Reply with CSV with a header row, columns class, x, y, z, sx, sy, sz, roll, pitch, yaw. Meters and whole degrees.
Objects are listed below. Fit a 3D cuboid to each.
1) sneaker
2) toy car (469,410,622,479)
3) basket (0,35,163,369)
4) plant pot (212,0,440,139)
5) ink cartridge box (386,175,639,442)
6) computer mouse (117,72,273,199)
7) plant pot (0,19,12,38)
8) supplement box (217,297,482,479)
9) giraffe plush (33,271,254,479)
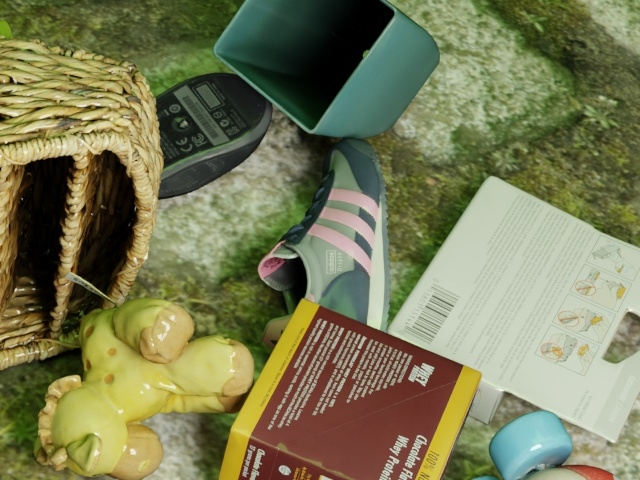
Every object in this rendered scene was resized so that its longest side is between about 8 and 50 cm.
class,x,y,z,sx,sy,sz,roll,pitch,yaw
sneaker,0.000,0.000,1.892,0.131,0.112,0.319,9,43,-11
toy car,0.270,0.285,1.635,0.238,0.210,0.219,-4,52,-36
basket,-0.269,-0.010,1.693,0.213,0.299,0.223,13,42,-5
plant pot,0.030,-0.216,2.038,0.165,0.165,0.234,41,11,24
ink cartridge box,0.237,0.084,1.907,0.261,0.066,0.296,27,45,11
computer mouse,-0.181,-0.104,1.982,0.272,0.072,0.188,-22,56,-17
plant pot,-0.455,-0.155,1.845,0.207,0.227,0.228,34,46,10
supplement box,0.026,0.193,1.693,0.194,0.129,0.191,22,44,7
giraffe plush,-0.185,0.151,1.656,0.210,0.181,0.170,25,71,4
